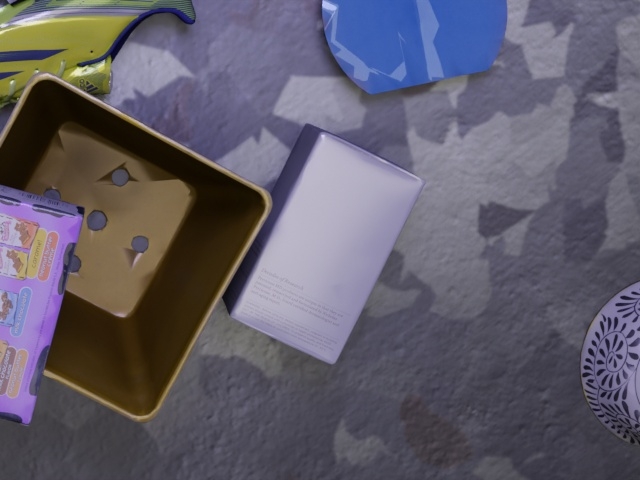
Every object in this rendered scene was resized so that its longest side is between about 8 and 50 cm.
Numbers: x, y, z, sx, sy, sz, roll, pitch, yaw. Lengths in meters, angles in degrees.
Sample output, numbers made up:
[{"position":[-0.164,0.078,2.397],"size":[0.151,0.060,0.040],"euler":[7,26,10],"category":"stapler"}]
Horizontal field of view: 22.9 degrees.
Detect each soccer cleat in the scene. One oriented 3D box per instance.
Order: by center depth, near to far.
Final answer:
[{"position":[-0.239,-0.157,1.339],"size":[0.289,0.093,0.121],"euler":[-32,108,-2],"category":"soccer cleat"}]

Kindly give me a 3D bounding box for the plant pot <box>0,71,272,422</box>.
[{"position":[-0.188,-0.006,1.318],"size":[0.212,0.187,0.212],"euler":[28,94,-11],"category":"plant pot"}]

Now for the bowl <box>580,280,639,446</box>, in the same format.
[{"position":[0.334,0.121,1.462],"size":[0.170,0.080,0.170],"euler":[-1,97,-8],"category":"bowl"}]

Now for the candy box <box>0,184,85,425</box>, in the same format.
[{"position":[-0.291,0.031,1.178],"size":[0.196,0.070,0.164],"euler":[15,97,-10],"category":"candy box"}]

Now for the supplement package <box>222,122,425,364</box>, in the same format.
[{"position":[0.000,0.000,1.386],"size":[0.105,0.105,0.179],"euler":[25,95,-10],"category":"supplement package"}]

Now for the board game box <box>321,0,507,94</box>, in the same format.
[{"position":[0.080,-0.205,1.406],"size":[0.169,0.033,0.133],"euler":[-13,95,-11],"category":"board game box"}]
